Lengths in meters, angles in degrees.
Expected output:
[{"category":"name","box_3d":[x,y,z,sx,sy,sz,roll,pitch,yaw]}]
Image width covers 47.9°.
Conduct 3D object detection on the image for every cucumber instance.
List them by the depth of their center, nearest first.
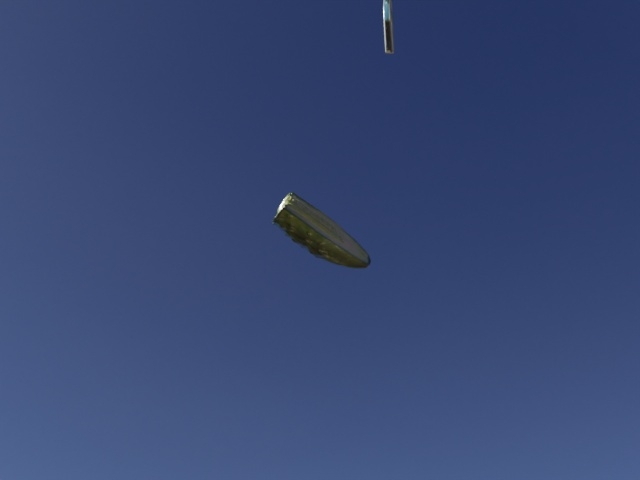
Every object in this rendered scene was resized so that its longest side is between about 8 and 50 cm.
[{"category":"cucumber","box_3d":[0.000,0.000,0.720,0.107,0.067,0.035,36,-74,-10]}]

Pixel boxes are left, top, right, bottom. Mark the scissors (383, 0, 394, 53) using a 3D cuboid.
[{"category":"scissors","box_3d":[0.093,-0.308,0.983,0.014,0.119,0.058,-5,-15,15]}]
